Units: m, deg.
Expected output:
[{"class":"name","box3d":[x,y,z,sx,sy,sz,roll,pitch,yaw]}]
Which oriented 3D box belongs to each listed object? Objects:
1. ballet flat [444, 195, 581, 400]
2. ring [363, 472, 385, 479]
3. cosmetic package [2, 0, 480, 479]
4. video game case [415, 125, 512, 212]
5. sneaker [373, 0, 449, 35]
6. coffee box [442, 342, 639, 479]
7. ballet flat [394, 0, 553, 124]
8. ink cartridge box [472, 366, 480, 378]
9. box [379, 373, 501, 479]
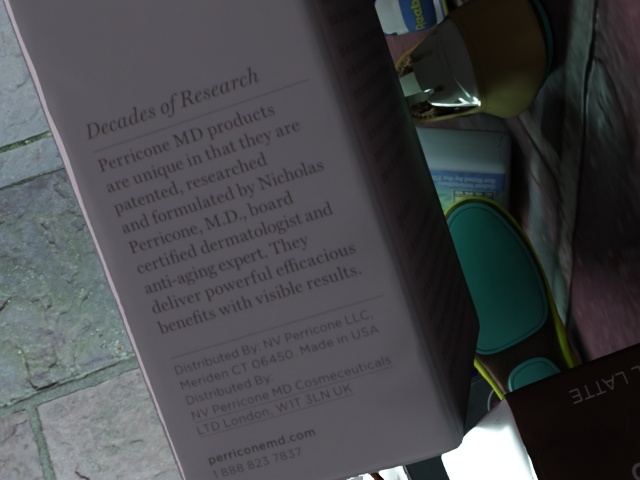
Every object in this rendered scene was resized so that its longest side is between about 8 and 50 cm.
[{"class":"ballet flat","box3d":[0.146,0.075,0.991,0.231,0.077,0.077,64,-171,-1]},{"class":"ring","box3d":[0.103,0.353,1.144,0.336,0.032,0.336,157,90,-83]},{"class":"cosmetic package","box3d":[-0.052,-0.102,0.793,0.230,0.162,0.453,-53,-55,-75]},{"class":"video game case","box3d":[-0.015,0.003,1.091,0.300,0.329,0.036,80,-164,-57]},{"class":"sneaker","box3d":[0.050,-0.186,1.025,0.144,0.059,0.053,-127,15,-70]},{"class":"coffee box","box3d":[0.159,0.122,0.733,0.246,0.141,0.098,94,155,-75]},{"class":"ballet flat","box3d":[0.089,-0.108,0.893,0.232,0.073,0.080,151,100,-83]},{"class":"ink cartridge box","box3d":[0.073,0.132,1.163,0.206,0.208,0.045,84,161,-63]},{"class":"box","box3d":[0.144,0.227,1.147,0.270,0.143,0.165,84,162,-67]}]
